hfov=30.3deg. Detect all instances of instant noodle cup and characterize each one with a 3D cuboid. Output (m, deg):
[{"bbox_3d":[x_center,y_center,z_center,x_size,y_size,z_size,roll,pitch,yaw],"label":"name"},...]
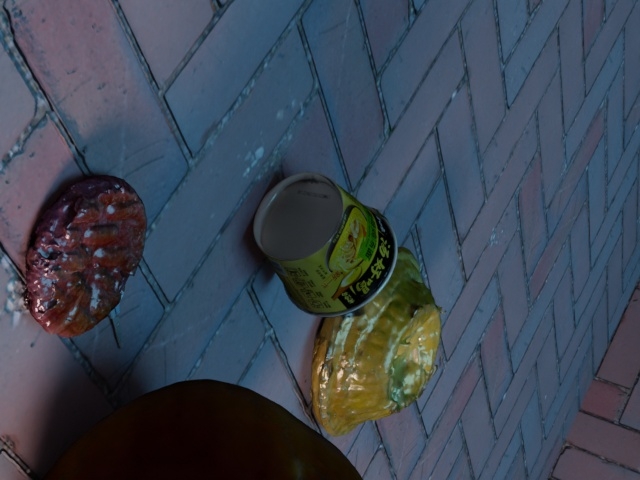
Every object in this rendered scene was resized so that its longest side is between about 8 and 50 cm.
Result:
[{"bbox_3d":[0.000,0.000,1.363,0.151,0.151,0.122,-65,148,-14],"label":"instant noodle cup"}]

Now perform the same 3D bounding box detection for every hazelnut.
[{"bbox_3d":[-0.113,0.334,1.136,0.359,0.359,0.409,-33,144,-53],"label":"hazelnut"}]

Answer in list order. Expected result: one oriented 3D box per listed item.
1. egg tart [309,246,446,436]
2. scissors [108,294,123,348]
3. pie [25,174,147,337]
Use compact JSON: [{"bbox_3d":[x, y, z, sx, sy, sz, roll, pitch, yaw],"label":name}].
[{"bbox_3d":[0.088,0.150,1.677,0.290,0.115,0.290,-41,140,-47],"label":"egg tart"},{"bbox_3d":[-0.201,0.077,1.158,0.036,0.006,0.083,-45,145,-40],"label":"scissors"},{"bbox_3d":[-0.209,0.014,1.064,0.154,0.036,0.154,-44,144,-43],"label":"pie"}]
